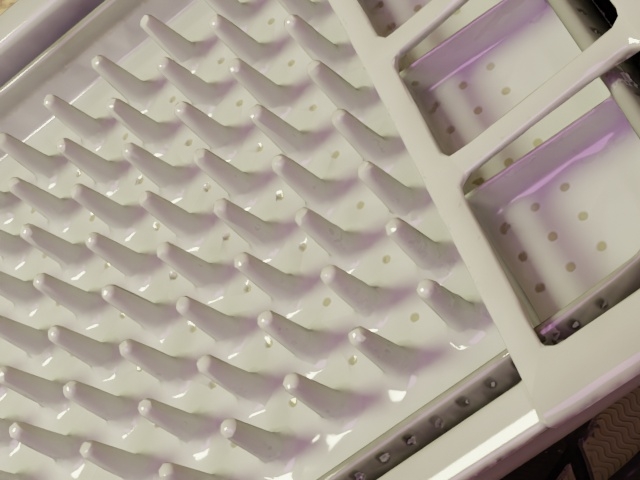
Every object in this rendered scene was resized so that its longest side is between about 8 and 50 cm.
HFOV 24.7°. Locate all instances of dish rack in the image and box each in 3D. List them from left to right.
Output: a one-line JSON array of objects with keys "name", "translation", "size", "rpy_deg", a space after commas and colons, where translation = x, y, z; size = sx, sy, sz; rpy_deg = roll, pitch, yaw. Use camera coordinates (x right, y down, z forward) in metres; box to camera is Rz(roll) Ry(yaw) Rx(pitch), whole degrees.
[{"name": "dish rack", "translation": [-0.031, 0.000, 0.495], "size": [0.333, 0.072, 0.285], "rpy_deg": [-36, 51, 14]}]

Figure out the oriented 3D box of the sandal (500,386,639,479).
[{"name": "sandal", "translation": [0.009, 0.107, 0.543], "size": [0.303, 0.120, 0.086], "rpy_deg": [-32, 38, 18]}]
